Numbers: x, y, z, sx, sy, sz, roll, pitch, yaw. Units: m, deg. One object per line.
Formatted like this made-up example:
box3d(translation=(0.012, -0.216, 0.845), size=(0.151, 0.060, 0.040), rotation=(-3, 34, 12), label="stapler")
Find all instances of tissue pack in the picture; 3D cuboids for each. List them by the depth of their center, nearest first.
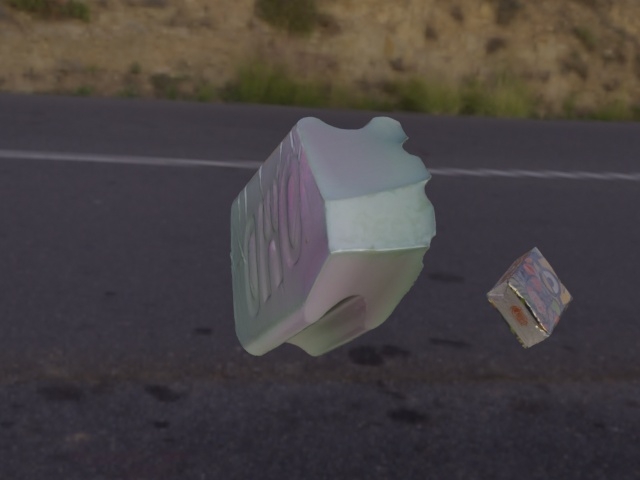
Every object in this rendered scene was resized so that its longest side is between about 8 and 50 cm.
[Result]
box3d(translation=(0.187, 0.050, 0.921), size=(0.035, 0.063, 0.083), rotation=(-34, 3, 34), label="tissue pack")

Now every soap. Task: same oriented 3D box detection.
box3d(translation=(0.000, 0.000, 1.112), size=(0.115, 0.208, 0.347), rotation=(1, -15, -19), label="soap")
